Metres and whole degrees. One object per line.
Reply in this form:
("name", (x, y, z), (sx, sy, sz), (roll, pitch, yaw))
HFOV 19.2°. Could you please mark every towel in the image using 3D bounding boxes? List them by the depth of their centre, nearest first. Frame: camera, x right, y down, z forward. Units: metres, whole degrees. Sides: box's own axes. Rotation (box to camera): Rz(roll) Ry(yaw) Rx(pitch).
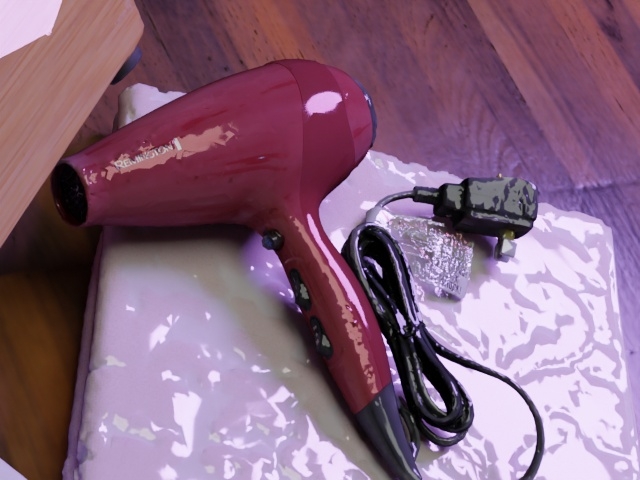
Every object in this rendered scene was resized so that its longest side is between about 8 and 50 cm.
("towel", (0.025, 0.079, 1.047), (0.332, 0.053, 0.317), (16, 48, -18))

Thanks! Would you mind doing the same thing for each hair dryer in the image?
("hair dryer", (0.000, 0.000, 1.004), (0.293, 0.080, 0.224), (20, 48, -15))

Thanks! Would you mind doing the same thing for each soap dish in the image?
("soap dish", (-0.216, -0.024, 0.884), (0.118, 0.229, 0.291), (42, 44, -17))

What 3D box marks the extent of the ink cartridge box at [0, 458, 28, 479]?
("ink cartridge box", (-0.147, 0.189, 0.845), (0.231, 0.078, 0.134), (38, 46, 1))
